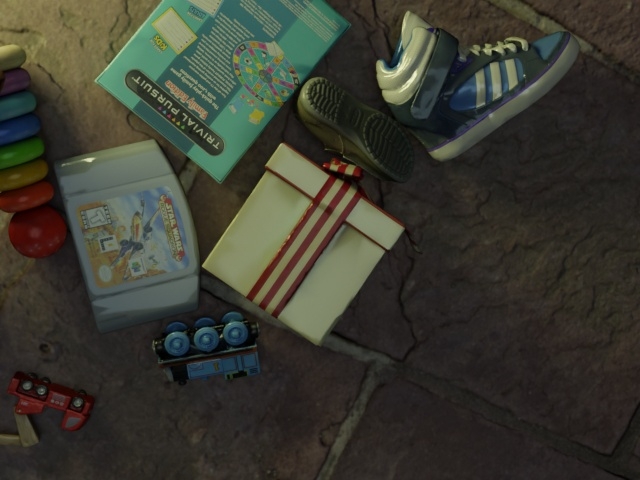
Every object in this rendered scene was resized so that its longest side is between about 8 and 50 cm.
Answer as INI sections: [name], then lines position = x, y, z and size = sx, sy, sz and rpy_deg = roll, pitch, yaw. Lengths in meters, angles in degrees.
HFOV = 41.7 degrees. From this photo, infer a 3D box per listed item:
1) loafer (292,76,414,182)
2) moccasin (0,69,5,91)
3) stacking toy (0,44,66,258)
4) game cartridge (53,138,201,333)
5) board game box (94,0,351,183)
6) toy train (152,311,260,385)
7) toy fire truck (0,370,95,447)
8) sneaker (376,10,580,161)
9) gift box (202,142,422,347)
[loafer]
position = 0.056, -0.182, 1.422
size = 0.251, 0.087, 0.094
rpy_deg = 37, 64, -22
[moccasin]
position = -0.568, -0.103, 1.211
size = 0.147, 0.139, 0.380
rpy_deg = 33, 100, -4
[stacking toy]
position = -0.482, -0.130, 1.321
size = 0.141, 0.141, 0.330
rpy_deg = -17, 107, -7
[game cartridge]
position = -0.307, -0.009, 1.394
size = 0.198, 0.062, 0.297
rpy_deg = -14, 99, -3
[board game box]
position = -0.156, -0.302, 1.365
size = 0.254, 0.079, 0.336
rpy_deg = 40, 90, -12
[toy train]
position = -0.189, 0.187, 1.425
size = 0.184, 0.080, 0.105
rpy_deg = -10, 104, -8
[toy fire truck]
position = -0.490, 0.295, 1.404
size = 0.192, 0.047, 0.135
rpy_deg = 22, 94, -12
[sneaker]
position = 0.249, -0.311, 1.402
size = 0.322, 0.130, 0.236
rpy_deg = -38, 105, 3
[gift box]
position = 0.000, 0.000, 1.346
size = 0.276, 0.255, 0.258
rpy_deg = 33, 93, -6
